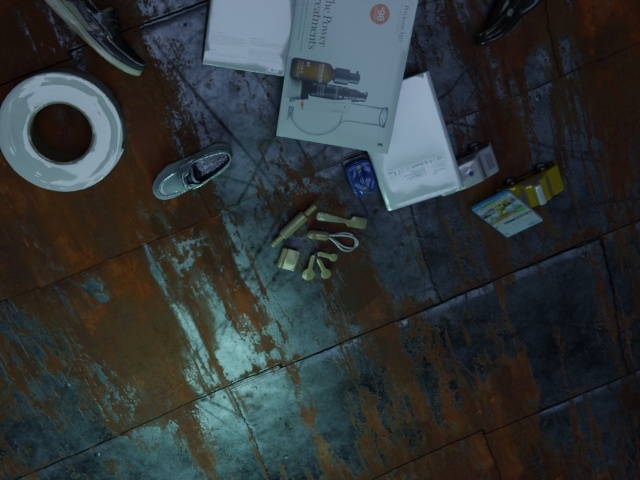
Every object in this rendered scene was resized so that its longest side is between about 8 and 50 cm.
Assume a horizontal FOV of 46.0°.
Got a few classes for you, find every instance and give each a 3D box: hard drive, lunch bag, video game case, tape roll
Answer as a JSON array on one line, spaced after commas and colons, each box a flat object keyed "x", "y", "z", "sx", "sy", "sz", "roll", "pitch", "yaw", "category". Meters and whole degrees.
[{"x": 0.225, "y": -0.255, "z": 1.952, "sx": 0.210, "sy": 0.040, "sz": 0.319, "roll": -17, "pitch": 109, "yaw": 11, "category": "hard drive"}, {"x": 0.106, "y": -0.170, "z": 1.981, "sx": 0.067, "sy": 0.065, "sz": 0.098, "roll": -22, "pitch": 113, "yaw": -2, "category": "lunch bag"}, {"x": 0.513, "y": -0.073, "z": 2.069, "sx": 0.166, "sy": 0.015, "sz": 0.119, "roll": 32, "pitch": 135, "yaw": -33, "category": "video game case"}, {"x": -0.609, "y": -0.263, "z": 1.794, "sx": 0.286, "sy": 0.100, "sz": 0.286, "roll": -3, "pitch": 110, "yaw": -10, "category": "tape roll"}]

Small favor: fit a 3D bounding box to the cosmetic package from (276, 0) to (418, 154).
[{"x": 0.059, "y": -0.420, "z": 1.827, "sx": 0.284, "sy": 0.097, "sz": 0.377, "roll": 8, "pitch": 112, "yaw": -3, "category": "cosmetic package"}]

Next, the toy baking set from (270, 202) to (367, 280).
[{"x": -0.006, "y": -0.003, "z": 2.043, "sx": 0.197, "sy": 0.030, "sz": 0.256, "roll": 40, "pitch": 99, "yaw": -24, "category": "toy baking set"}]

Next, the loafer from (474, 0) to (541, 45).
[{"x": 0.466, "y": -0.578, "z": 1.901, "sx": 0.220, "sy": 0.080, "sz": 0.078, "roll": -42, "pitch": 102, "yaw": 1, "category": "loafer"}]

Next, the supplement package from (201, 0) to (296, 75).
[{"x": -0.170, "y": -0.506, "z": 1.760, "sx": 0.194, "sy": 0.149, "sz": 0.203, "roll": 6, "pitch": 108, "yaw": -13, "category": "supplement package"}]

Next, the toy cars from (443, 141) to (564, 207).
[{"x": 0.491, "y": -0.161, "z": 2.045, "sx": 0.393, "sy": 0.087, "sz": 0.176, "roll": 13, "pitch": 106, "yaw": -15, "category": "toy cars"}]

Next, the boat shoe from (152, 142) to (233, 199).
[{"x": -0.322, "y": -0.171, "z": 1.891, "sx": 0.227, "sy": 0.081, "sz": 0.079, "roll": -30, "pitch": 112, "yaw": 1, "category": "boat shoe"}]

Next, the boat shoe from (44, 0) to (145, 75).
[{"x": -0.508, "y": -0.498, "z": 1.728, "sx": 0.285, "sy": 0.103, "sz": 0.092, "roll": 42, "pitch": 103, "yaw": -15, "category": "boat shoe"}]
